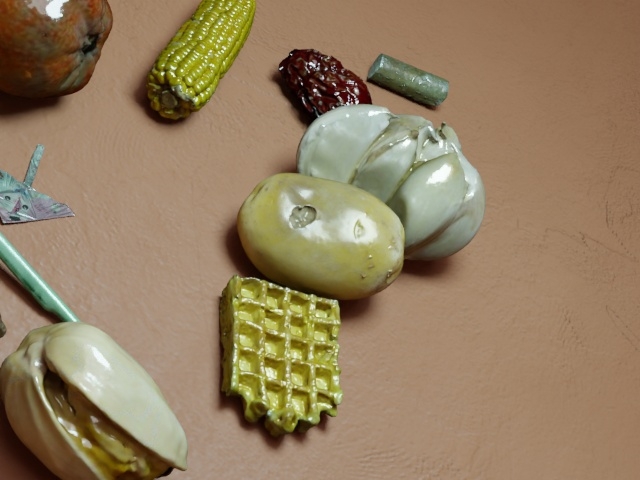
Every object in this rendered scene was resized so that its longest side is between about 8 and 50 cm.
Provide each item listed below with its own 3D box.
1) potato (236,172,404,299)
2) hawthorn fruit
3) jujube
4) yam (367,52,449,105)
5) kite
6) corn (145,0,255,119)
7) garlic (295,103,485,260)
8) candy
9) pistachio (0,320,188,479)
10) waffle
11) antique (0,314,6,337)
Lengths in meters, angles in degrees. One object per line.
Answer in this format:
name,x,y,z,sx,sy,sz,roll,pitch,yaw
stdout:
potato,0.000,0.000,1.754,0.234,0.146,0.150,16,38,-2
hawthorn fruit,-0.410,-0.303,1.706,0.262,0.210,0.210,28,41,14
jujube,0.013,-0.232,1.990,0.104,0.104,0.166,-20,66,-43
yam,0.144,-0.264,2.139,0.132,0.054,0.054,20,46,-17
kite,-0.372,-0.069,1.660,0.137,0.005,0.152,32,43,-10
corn,-0.168,-0.284,1.913,0.102,0.102,0.313,33,41,-5
garlic,0.114,-0.097,1.875,0.281,0.203,0.185,34,18,4
candy,-0.424,-0.046,1.549,0.440,0.119,0.119,47,43,0
pistachio,-0.249,0.192,1.431,0.229,0.157,0.157,49,42,-7
waffle,-0.047,0.156,1.650,0.161,0.055,0.210,15,47,-22
antique,-0.462,0.111,1.366,0.257,0.121,0.143,-9,67,-38
